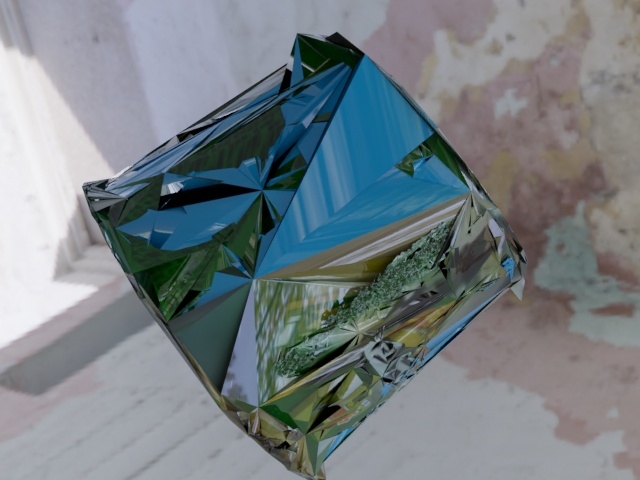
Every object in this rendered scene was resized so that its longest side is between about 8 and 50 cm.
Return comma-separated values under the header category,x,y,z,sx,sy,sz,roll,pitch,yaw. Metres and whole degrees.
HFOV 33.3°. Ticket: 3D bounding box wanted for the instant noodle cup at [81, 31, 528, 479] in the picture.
category,x,y,z,sx,sy,sz,roll,pitch,yaw
instant noodle cup,0.000,0.000,0.645,0.178,0.240,0.240,-39,-160,3
